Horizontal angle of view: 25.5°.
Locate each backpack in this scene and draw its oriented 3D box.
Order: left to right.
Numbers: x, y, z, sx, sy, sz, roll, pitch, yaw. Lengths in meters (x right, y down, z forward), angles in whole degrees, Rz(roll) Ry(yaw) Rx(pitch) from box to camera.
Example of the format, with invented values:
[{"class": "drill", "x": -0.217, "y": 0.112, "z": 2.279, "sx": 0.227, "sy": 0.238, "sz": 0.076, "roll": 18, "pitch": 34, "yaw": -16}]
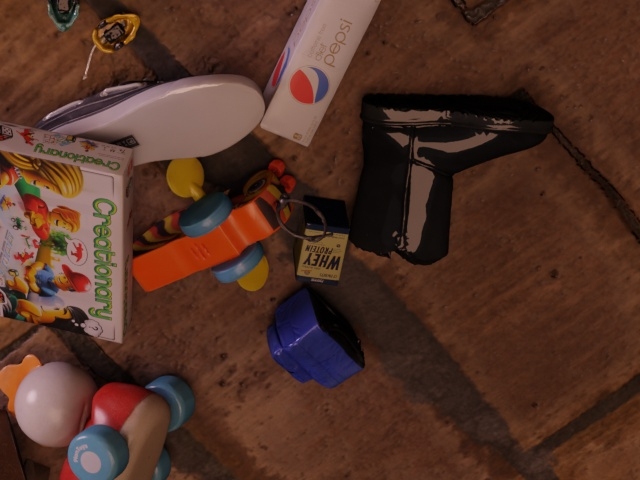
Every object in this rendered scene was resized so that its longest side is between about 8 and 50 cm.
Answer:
[{"class": "backpack", "x": -0.005, "y": 0.137, "z": 1.870, "sx": 0.101, "sy": 0.098, "sz": 0.120, "roll": -36, "pitch": 126, "yaw": 19}]

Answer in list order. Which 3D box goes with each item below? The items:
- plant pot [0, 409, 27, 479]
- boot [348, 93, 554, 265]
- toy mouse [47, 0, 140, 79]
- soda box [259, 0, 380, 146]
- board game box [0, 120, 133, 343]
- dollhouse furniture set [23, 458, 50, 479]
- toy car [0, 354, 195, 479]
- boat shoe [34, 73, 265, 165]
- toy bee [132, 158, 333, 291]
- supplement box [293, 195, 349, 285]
[{"class": "plant pot", "x": -0.513, "y": 0.310, "z": 1.868, "sx": 0.230, "sy": 0.215, "sz": 0.215, "roll": -16, "pitch": 118, "yaw": -12}, {"class": "boot", "x": 0.161, "y": -0.075, "z": 1.774, "sx": 0.246, "sy": 0.094, "sz": 0.207, "roll": 2, "pitch": 113, "yaw": 1}, {"class": "toy mouse", "x": -0.268, "y": -0.294, "z": 1.665, "sx": 0.161, "sy": 0.031, "sz": 0.143, "roll": -37, "pitch": 114, "yaw": 13}, {"class": "soda box", "x": -0.002, "y": -0.227, "z": 1.697, "sx": 0.069, "sy": 0.074, "sz": 0.216, "roll": 21, "pitch": 113, "yaw": -15}, {"class": "board game box", "x": -0.326, "y": -0.007, "z": 1.716, "sx": 0.192, "sy": 0.053, "sz": 0.305, "roll": 12, "pitch": 137, "yaw": 4}, {"class": "dollhouse furniture set", "x": -0.396, "y": 0.432, "z": 1.963, "sx": 0.129, "sy": 0.129, "sz": 0.184, "roll": 26, "pitch": 112, "yaw": -17}, {"class": "toy car", "x": -0.330, "y": 0.250, "z": 1.871, "sx": 0.238, "sy": 0.219, "sz": 0.210, "roll": 28, "pitch": 115, "yaw": 14}, {"class": "boat shoe", "x": -0.212, "y": -0.149, "z": 1.701, "sx": 0.301, "sy": 0.102, "sz": 0.108, "roll": -19, "pitch": 133, "yaw": 14}, {"class": "toy bee", "x": -0.095, "y": -0.023, "z": 1.768, "sx": 0.298, "sy": 0.162, "sz": 0.195, "roll": 3, "pitch": 127, "yaw": 22}, {"class": "supplement box", "x": 0.000, "y": 0.000, "z": 1.806, "sx": 0.056, "sy": 0.083, "sz": 0.083, "roll": 8, "pitch": 117, "yaw": -7}]
